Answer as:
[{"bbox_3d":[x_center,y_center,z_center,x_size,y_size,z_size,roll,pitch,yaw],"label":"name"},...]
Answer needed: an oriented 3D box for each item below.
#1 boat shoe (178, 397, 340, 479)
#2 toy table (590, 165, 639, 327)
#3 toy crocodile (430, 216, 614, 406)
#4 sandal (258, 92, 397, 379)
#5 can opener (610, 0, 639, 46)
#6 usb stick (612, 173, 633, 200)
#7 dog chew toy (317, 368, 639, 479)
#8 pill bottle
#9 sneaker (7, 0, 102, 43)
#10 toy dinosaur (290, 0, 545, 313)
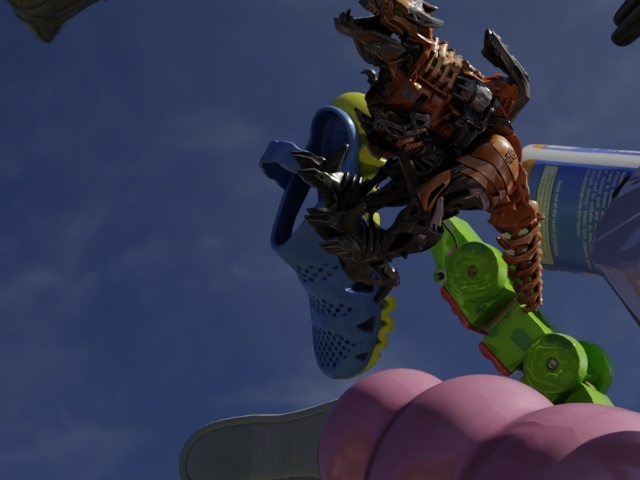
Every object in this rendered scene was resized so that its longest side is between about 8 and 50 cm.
[{"bbox_3d":[0.014,0.216,1.767,0.303,0.114,0.091,-1,-26,27],"label":"boat shoe"},{"bbox_3d":[0.220,-0.019,0.423,0.274,0.252,0.161,-36,-81,14],"label":"toy table"},{"bbox_3d":[0.213,0.100,1.980,0.105,0.340,0.115,-45,-25,15],"label":"toy crocodile"},{"bbox_3d":[0.000,0.000,2.006,0.138,0.317,0.126,-10,8,-36],"label":"sandal"},{"bbox_3d":[0.327,-0.248,1.716,0.073,0.059,0.186,29,-32,-5],"label":"can opener"},{"bbox_3d":[0.306,0.049,1.242,0.278,0.077,0.045,40,-99,-22],"label":"usb stick"},{"bbox_3d":[0.128,0.192,1.344,0.207,0.332,0.206,-20,-59,-38],"label":"dog chew toy"},{"bbox_3d":[0.359,-0.029,2.114,0.272,0.152,0.152,7,-26,28],"label":"pill bottle"},{"bbox_3d":[-0.176,-0.288,1.592,0.300,0.111,0.121,-41,-25,-29],"label":"sneaker"},{"bbox_3d":[0.100,-0.061,1.568,0.218,0.322,0.164,-32,4,9],"label":"toy dinosaur"}]
